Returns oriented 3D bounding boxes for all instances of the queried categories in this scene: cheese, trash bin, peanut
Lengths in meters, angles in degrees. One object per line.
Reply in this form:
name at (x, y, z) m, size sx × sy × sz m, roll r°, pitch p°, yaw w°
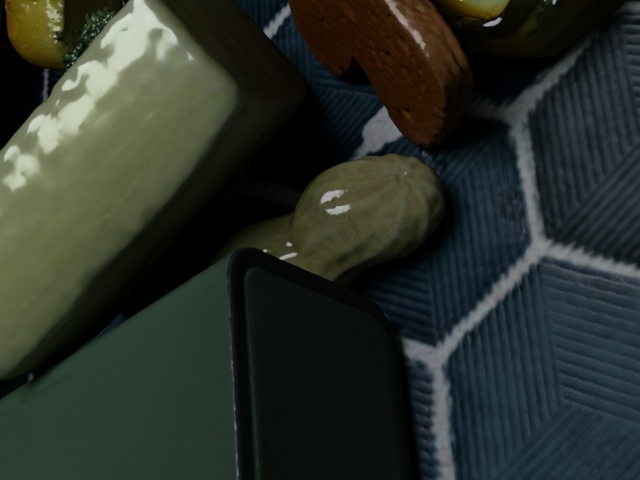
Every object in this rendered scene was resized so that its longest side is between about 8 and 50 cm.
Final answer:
cheese at (-0.141, -0.047, 0.862) m, size 0.265 × 0.124 × 0.242 m, roll -47°, pitch 4°, yaw 14°
trash bin at (-0.113, 0.184, 0.795) m, size 0.343 × 0.158 × 0.223 m, roll -29°, pitch 53°, yaw 35°
peanut at (0.000, 0.000, 0.825) m, size 0.187 × 0.082 × 0.082 m, roll -32°, pitch 53°, yaw 26°

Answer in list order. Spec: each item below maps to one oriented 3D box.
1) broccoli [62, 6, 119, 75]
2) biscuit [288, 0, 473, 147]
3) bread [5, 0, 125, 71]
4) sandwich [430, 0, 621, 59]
broccoli at (-0.198, -0.113, 1.043) m, size 0.204 × 0.118 × 0.122 m, roll -45°, pitch 53°, yaw 33°
biscuit at (0.038, -0.143, 0.834) m, size 0.036 × 0.186 × 0.192 m, roll -31°, pitch 72°, yaw -13°
bread at (-0.236, -0.280, 1.103) m, size 0.094 × 0.102 × 0.245 m, roll 11°, pitch 107°, yaw 39°
sandwich at (0.126, -0.281, 0.836) m, size 0.301 × 0.099 × 0.271 m, roll 42°, pitch 107°, yaw 42°
